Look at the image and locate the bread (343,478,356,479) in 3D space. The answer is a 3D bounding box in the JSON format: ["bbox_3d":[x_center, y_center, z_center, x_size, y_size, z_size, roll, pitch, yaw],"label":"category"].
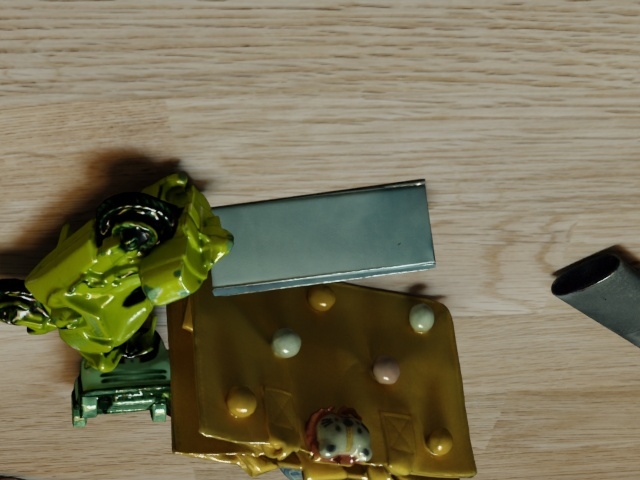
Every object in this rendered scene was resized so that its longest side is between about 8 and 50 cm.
[{"bbox_3d":[0.117,0.441,2.217,0.246,0.135,0.232,15,130,-25],"label":"bread"}]

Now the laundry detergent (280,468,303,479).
[{"bbox_3d":[-0.040,0.336,2.095,0.096,0.061,0.206,-15,146,19],"label":"laundry detergent"}]

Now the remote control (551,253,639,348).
[{"bbox_3d":[0.465,0.111,1.828,0.107,0.044,0.377,-32,140,28],"label":"remote control"}]

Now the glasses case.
[{"bbox_3d":[0.000,0.000,1.554,0.266,0.105,0.056,-7,174,4],"label":"glasses case"}]

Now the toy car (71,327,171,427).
[{"bbox_3d":[-0.266,0.183,1.764,0.136,0.125,0.306,-2,170,-13],"label":"toy car"}]

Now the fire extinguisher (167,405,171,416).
[{"bbox_3d":[-0.177,0.273,1.993,0.064,0.043,0.158,9,161,40],"label":"fire extinguisher"}]

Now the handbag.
[{"bbox_3d":[0.007,0.175,1.639,0.401,0.283,0.133,15,139,-26],"label":"handbag"}]

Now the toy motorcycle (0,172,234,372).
[{"bbox_3d":[-0.242,0.052,1.543,0.206,0.142,0.342,22,141,-38],"label":"toy motorcycle"}]

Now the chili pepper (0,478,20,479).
[{"bbox_3d":[-0.466,0.484,2.195,0.252,0.144,0.136,25,174,-31],"label":"chili pepper"}]
